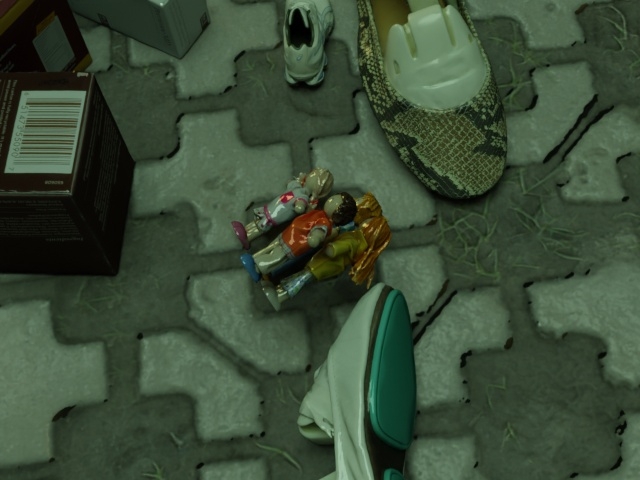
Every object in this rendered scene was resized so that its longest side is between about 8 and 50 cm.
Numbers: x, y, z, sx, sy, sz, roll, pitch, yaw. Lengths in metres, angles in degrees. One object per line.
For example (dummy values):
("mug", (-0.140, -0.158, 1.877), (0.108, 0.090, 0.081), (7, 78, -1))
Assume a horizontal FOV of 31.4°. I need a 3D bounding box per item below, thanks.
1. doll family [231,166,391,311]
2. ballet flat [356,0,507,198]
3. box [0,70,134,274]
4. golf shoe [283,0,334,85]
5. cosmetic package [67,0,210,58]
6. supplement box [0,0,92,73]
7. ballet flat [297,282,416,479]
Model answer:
("doll family", (0.000, 0.000, 1.309), (0.163, 0.263, 0.118), (-32, 106, 0))
("ballet flat", (0.117, -0.287, 1.433), (0.164, 0.182, 0.483), (-12, 62, -2))
("box", (-0.333, -0.076, 1.350), (0.167, 0.203, 0.168), (0, 62, 6))
("golf shoe", (-0.018, -0.292, 1.503), (0.069, 0.086, 0.176), (-5, 60, 5))
("cosmetic package", (-0.271, -0.347, 1.540), (0.231, 0.117, 0.085), (27, 68, 19))
("supplement box", (-0.422, -0.249, 1.456), (0.129, 0.194, 0.191), (29, 68, 19))
("ballet flat", (0.034, 0.232, 1.205), (0.139, 0.139, 0.400), (-3, 63, 4))
